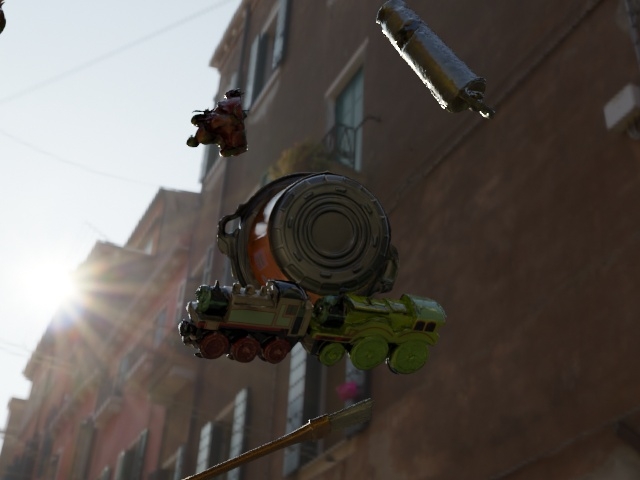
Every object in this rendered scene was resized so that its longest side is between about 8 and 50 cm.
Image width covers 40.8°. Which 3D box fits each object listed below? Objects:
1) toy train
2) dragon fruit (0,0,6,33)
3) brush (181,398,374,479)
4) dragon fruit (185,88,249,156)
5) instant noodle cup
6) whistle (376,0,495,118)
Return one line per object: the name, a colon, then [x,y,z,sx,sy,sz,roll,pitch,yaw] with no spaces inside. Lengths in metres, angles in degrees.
toy train: [-0.006,0.078,0.793,0.249,0.053,0.085,7,-65,-24]
dragon fruit: [-0.515,-0.441,1.232,0.268,0.130,0.295,29,-32,46]
brush: [-0.068,0.234,0.940,0.272,0.013,0.103,-21,-20,-7]
dragon fruit: [-0.191,-0.234,1.714,0.175,0.138,0.142,-12,-6,-30]
instant noodle cup: [0.000,0.000,0.917,0.208,0.178,0.125,-2,-10,-13]
whistle: [0.147,-0.242,1.137,0.068,0.326,0.057,23,-67,-27]
